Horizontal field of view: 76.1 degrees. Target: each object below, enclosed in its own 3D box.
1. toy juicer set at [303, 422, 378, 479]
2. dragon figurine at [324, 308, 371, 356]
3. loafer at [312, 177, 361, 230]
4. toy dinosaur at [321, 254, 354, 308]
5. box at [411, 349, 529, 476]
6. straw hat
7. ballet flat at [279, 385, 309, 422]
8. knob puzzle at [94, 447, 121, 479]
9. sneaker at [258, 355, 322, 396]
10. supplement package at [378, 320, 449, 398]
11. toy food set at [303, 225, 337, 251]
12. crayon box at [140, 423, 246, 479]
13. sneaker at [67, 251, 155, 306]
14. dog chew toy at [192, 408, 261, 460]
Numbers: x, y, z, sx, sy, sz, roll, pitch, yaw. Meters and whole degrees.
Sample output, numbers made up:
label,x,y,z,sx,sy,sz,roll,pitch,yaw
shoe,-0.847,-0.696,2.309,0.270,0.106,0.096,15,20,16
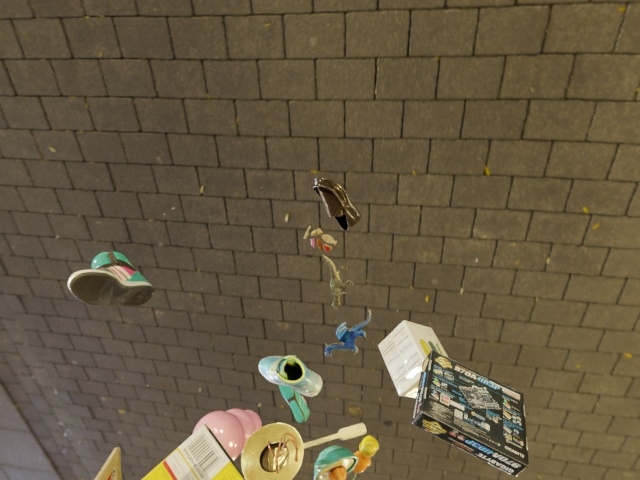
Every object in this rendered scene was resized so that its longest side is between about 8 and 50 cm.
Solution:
label,x,y,z,sx,sy,sz,roll,pitch,yaw
toy juicer set,0.075,0.615,1.143,0.210,0.089,0.328,-20,135,-12
dragon figurine,0.126,0.432,1.884,0.144,0.085,0.289,28,96,-13
loafer,0.049,-0.108,1.266,0.080,0.078,0.220,-1,143,48
toy dinosaur,0.083,0.177,1.831,0.064,0.118,0.267,6,111,56
box,0.312,0.348,0.849,0.221,0.175,0.051,25,125,7
straw hat,-0.099,0.489,0.920,0.145,0.144,0.061,-3,144,12
ballet flat,-0.130,0.784,2.047,0.083,0.087,0.247,-36,75,24
knob puzzle,-0.395,0.504,0.719,0.030,0.213,0.213,0,123,-7
sneaker,-0.159,0.527,1.697,0.319,0.127,0.208,7,148,31
supplement package,0.430,0.535,1.827,0.200,0.262,0.198,21,120,-32
toy food set,0.000,0.000,1.496,0.122,0.019,0.077,34,112,17
crayon box,-0.321,0.596,0.886,0.202,0.319,0.081,39,152,29
sneaker,-0.665,0.104,1.254,0.178,0.295,0.123,37,89,23
dog chew toy,-0.362,0.787,1.670,0.207,0.332,0.206,-4,81,27
